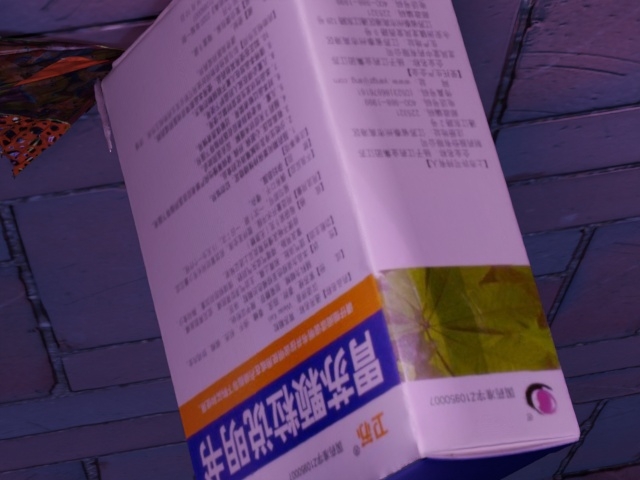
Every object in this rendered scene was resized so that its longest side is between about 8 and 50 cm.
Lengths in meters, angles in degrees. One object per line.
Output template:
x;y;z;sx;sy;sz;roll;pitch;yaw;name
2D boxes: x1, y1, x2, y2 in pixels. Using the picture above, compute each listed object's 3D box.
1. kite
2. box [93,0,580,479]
-0.156;-0.093;1.073;0.125;0.008;0.222;-13;159;5;kite
0.000;0.000;0.978;0.106;0.299;0.200;-3;158;-35;box
